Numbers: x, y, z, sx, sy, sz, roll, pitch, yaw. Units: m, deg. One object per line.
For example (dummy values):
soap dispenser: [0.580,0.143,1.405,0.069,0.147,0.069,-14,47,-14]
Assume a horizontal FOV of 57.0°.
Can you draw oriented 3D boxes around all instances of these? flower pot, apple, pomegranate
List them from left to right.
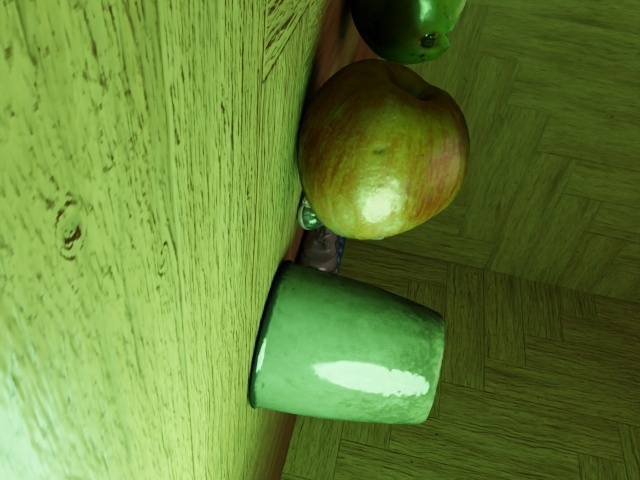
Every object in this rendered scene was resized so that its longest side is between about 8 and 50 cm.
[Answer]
flower pot: [0.055,0.214,1.137,0.293,0.331,0.293,13,90,-84]
apple: [0.099,-0.163,0.981,0.301,0.302,0.301,12,90,-86]
pomegranate: [0.160,-0.552,1.267,0.309,0.216,0.358,92,-19,-67]

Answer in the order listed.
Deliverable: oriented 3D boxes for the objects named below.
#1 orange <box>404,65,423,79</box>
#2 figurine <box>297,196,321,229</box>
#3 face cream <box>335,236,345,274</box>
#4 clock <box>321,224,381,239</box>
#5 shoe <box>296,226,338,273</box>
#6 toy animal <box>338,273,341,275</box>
orange: [0.195,-0.385,1.723,0.261,0.261,0.260,12,90,-86]
figurine: [-0.017,-0.062,1.235,0.129,0.054,0.072,-64,162,-81]
face cream: [0.000,0.087,1.594,0.149,0.083,0.263,-44,-154,50]
clock: [0.072,-0.118,1.260,0.248,0.090,0.227,30,-68,57]
shoe: [0.000,0.000,1.439,0.245,0.095,0.137,-77,174,-67]
toy animal: [0.004,0.227,2.116,0.185,0.104,0.183,-80,-174,-50]
